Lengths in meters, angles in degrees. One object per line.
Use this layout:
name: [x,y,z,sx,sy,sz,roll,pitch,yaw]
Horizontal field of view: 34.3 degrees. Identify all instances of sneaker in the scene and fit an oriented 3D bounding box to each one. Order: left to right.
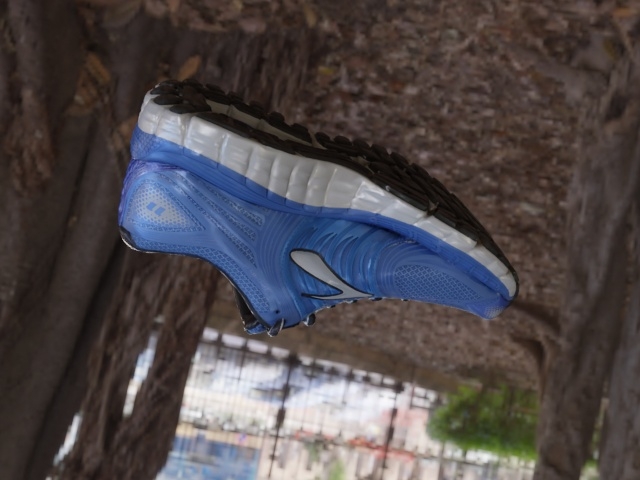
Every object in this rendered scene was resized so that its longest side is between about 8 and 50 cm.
sneaker: [0.000,0.000,0.784,0.329,0.147,0.130,20,-159,-22]
